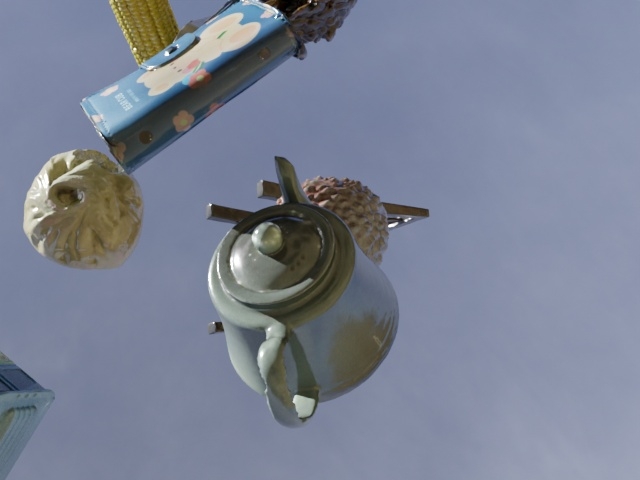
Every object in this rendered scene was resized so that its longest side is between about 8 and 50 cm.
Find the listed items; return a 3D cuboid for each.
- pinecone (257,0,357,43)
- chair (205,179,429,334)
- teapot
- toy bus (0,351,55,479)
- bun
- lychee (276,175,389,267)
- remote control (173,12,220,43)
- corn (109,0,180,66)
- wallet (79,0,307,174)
[{"bbox_3d":[-0.036,-0.408,1.322,0.202,0.229,0.201,1,-87,-5],"label":"pinecone"},{"bbox_3d":[0.011,0.052,1.574,0.416,0.203,0.241,8,-110,-40],"label":"chair"},{"bbox_3d":[-0.025,0.042,0.713,0.162,0.149,0.239,-7,-128,12],"label":"teapot"},{"bbox_3d":[-0.544,0.299,1.190,0.190,0.152,0.312,33,-87,18],"label":"toy bus"},{"bbox_3d":[-0.367,-0.052,1.308,0.178,0.128,0.193,13,-98,7],"label":"bun"},{"bbox_3d":[0.000,0.000,1.071,0.197,0.165,0.165,-8,-109,-38],"label":"lychee"},{"bbox_3d":[-0.167,-0.292,1.239,0.022,0.077,0.245,27,-156,2],"label":"remote control"},{"bbox_3d":[-0.255,-0.331,1.217,0.081,0.248,0.081,-11,-139,9],"label":"corn"},{"bbox_3d":[-0.122,-0.151,0.797,0.202,0.141,0.059,-37,-55,-8],"label":"wallet"}]
